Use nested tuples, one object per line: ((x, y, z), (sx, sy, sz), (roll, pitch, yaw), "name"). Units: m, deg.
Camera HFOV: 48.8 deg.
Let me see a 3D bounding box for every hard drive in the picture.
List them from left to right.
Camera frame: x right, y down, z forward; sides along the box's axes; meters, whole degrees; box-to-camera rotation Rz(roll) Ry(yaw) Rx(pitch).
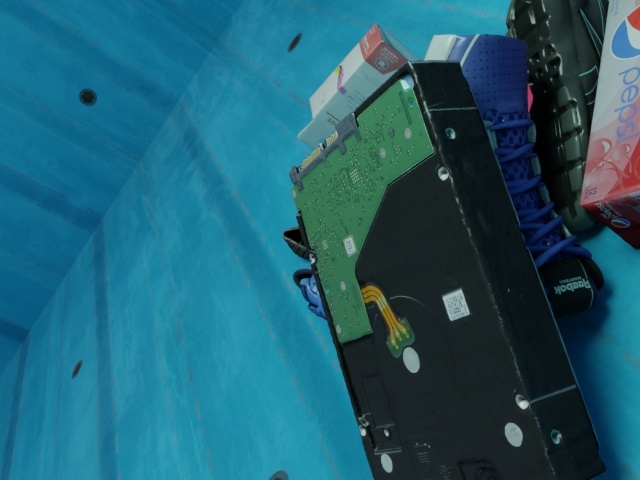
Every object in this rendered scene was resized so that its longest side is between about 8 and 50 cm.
((0.086, 0.049, 0.620), (0.237, 0.064, 0.339), (-35, 69, 55), "hard drive")

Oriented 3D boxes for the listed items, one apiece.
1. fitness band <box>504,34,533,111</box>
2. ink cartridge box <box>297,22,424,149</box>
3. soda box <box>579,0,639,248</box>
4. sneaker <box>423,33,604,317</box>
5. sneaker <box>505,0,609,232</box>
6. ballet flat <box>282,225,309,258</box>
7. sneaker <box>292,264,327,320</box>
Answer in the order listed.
((0.195, -0.138, 0.858), (0.209, 0.054, 0.291), (-38, 33, 40), "fitness band")
((0.063, -0.213, 1.079), (0.198, 0.115, 0.067), (-44, 32, 26), "ink cartridge box")
((0.305, -0.130, 0.624), (0.092, 0.083, 0.263), (-19, 47, 52), "soda box")
((0.175, -0.021, 0.642), (0.182, 0.127, 0.315), (28, 120, 50), "sneaker")
((0.258, -0.140, 0.694), (0.101, 0.106, 0.267), (142, 128, -69), "sneaker")
((0.000, 0.000, 1.045), (0.173, 0.049, 0.057), (-10, 55, 56), "ballet flat")
((0.021, 0.083, 0.872), (0.209, 0.082, 0.069), (-134, 52, -63), "sneaker")
